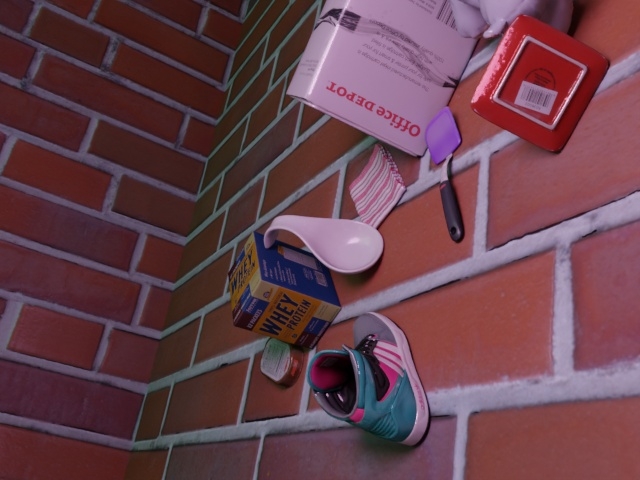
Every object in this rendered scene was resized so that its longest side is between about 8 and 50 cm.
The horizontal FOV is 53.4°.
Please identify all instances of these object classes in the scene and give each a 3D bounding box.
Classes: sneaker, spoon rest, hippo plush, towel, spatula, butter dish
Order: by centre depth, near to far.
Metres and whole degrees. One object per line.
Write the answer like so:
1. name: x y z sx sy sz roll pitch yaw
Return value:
1. butter dish: 0.325 -0.239 0.984 0.160 0.160 0.118 -63 2 11
2. hippo plush: 0.309 -0.436 1.022 0.234 0.294 0.236 -50 44 15
3. sneaker: 0.059 0.213 1.098 0.124 0.178 0.295 -59 26 22
4. spatula: 0.234 -0.121 1.184 0.084 0.030 0.296 -44 34 45
5. spoon rest: 0.000 0.000 1.359 0.276 0.084 0.137 11 54 24
6. towel: 0.120 -0.114 1.419 0.144 0.029 0.197 -57 27 27

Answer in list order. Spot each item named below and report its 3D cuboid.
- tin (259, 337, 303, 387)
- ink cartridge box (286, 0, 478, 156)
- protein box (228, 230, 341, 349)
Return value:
1. tin: -0.097 0.291 1.542 0.189 0.040 0.106 4 79 65
2. ink cartridge box: 0.145 -0.410 1.291 0.395 0.285 0.166 -65 23 8
3. protein box: -0.088 0.112 1.459 0.136 0.201 0.200 -58 26 24
